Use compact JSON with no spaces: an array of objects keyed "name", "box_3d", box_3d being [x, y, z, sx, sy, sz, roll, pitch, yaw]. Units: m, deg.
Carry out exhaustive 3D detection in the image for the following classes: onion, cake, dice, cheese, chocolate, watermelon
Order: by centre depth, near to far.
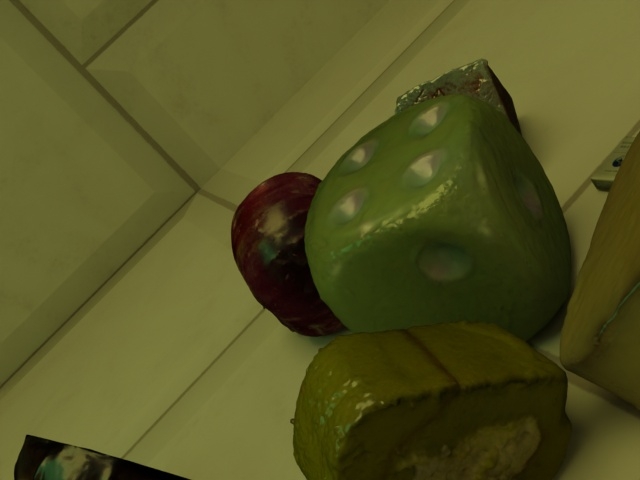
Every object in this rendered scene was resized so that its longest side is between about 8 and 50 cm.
[{"name":"cake","box_3d":[0.108,0.185,0.711,0.260,0.179,0.156,-2,21,-20]},{"name":"cheese","box_3d":[0.376,-0.060,0.723,0.384,0.104,0.384,-60,-5,-8]},{"name":"dice","box_3d":[0.150,-0.007,0.927,0.249,0.254,0.252,-26,29,34]},{"name":"chocolate","box_3d":[-0.299,0.386,0.995,0.283,0.283,0.186,-10,58,51]},{"name":"onion","box_3d":[-0.025,0.017,1.188,0.272,0.256,0.230,-60,6,10]},{"name":"watermelon","box_3d":[0.207,-0.183,1.211,0.212,0.201,0.262,-22,26,22]}]

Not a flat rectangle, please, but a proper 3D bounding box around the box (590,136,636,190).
[{"name":"box","box_3d":[0.405,-0.101,0.979,0.083,0.024,0.054,-47,26,-12]}]
